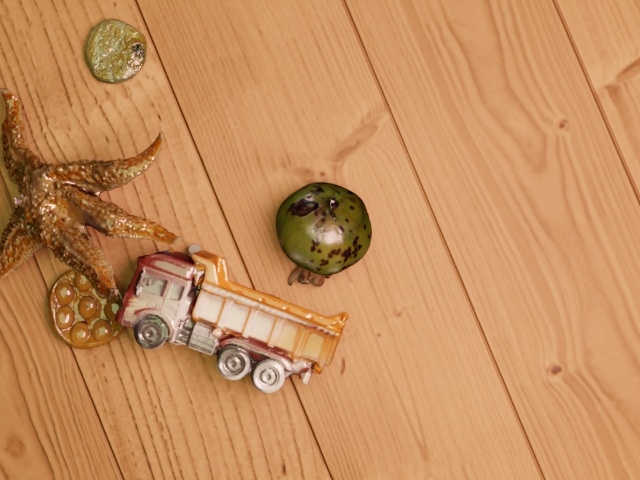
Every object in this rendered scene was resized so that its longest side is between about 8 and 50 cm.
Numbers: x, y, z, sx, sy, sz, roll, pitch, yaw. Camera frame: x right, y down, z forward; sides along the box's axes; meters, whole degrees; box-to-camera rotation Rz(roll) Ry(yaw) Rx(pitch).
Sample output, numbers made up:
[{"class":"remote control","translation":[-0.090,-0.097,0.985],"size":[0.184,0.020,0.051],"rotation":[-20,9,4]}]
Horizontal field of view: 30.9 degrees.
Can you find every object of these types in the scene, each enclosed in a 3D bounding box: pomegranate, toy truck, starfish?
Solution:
[{"class":"pomegranate","translation":[0.000,0.000,1.443],"size":[0.122,0.122,0.161],"rotation":[21,127,3]},{"class":"toy truck","translation":[-0.109,0.096,1.435],"size":[0.270,0.114,0.135],"rotation":[20,93,3]},{"class":"starfish","translation":[-0.311,-0.022,1.419],"size":[0.293,0.084,0.301],"rotation":[12,87,27]}]

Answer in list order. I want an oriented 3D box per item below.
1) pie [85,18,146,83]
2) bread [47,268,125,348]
[{"class":"pie","translation":[-0.266,-0.243,1.499],"size":[0.085,0.017,0.085],"rotation":[0,89,2]},{"class":"bread","translation":[-0.299,0.086,1.489],"size":[0.110,0.024,0.110],"rotation":[0,89,1]}]
